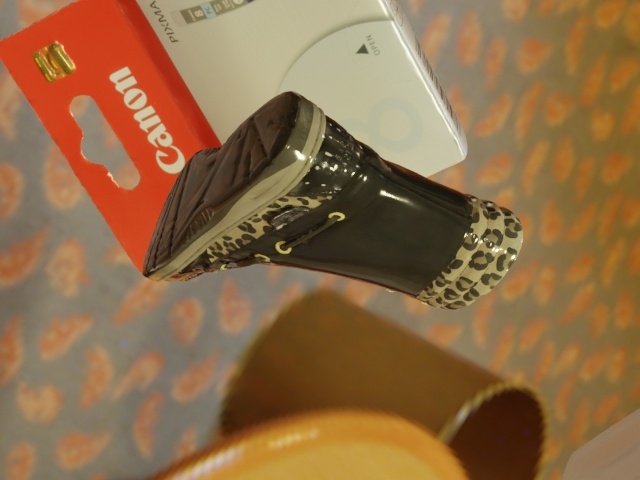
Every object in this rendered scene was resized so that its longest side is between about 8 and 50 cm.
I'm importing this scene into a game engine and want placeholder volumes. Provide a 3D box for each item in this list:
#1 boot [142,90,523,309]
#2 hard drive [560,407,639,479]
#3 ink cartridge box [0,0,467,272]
[{"bbox_3d":[0.000,0.001,1.187,0.179,0.236,0.085,24,62,-19],"label":"boot"},{"bbox_3d":[0.059,0.227,0.619,0.233,0.047,0.353,105,9,-76],"label":"hard drive"},{"bbox_3d":[-0.090,-0.143,1.861,0.385,0.091,0.308,-25,116,11],"label":"ink cartridge box"}]
